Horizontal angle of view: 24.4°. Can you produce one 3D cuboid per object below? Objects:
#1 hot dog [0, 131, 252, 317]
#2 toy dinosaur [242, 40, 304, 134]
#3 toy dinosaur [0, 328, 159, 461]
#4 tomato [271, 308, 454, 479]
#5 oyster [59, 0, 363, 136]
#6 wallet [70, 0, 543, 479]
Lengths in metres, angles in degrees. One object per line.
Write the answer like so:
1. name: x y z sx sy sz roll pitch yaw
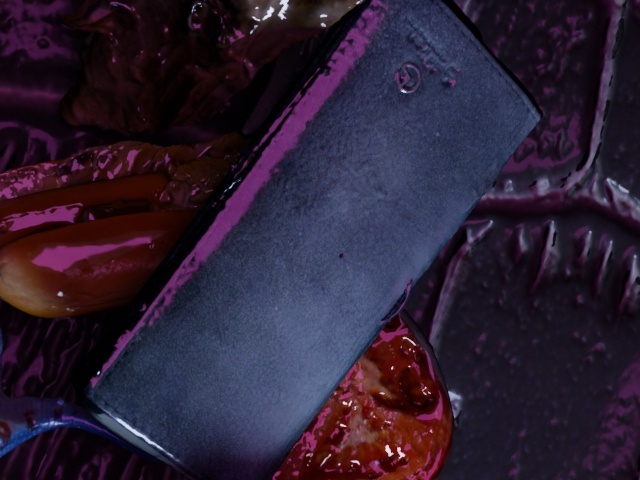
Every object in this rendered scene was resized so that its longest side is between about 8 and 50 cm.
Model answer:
1. hot dog: -0.086 -0.025 1.078 0.337 0.135 0.100 -7 122 -23
2. toy dinosaur: -0.005 -0.256 1.153 0.205 0.092 0.393 25 78 -20
3. toy dinosaur: -0.268 0.106 0.954 0.329 0.076 0.144 -9 93 -26
4. tomato: 0.014 0.113 1.139 0.166 0.082 0.174 -4 92 -20
5. oyster: -0.072 -0.224 1.042 0.096 0.361 0.221 28 39 -44
6. wallet: 0.000 0.000 1.031 0.191 0.046 0.379 43 79 -35
